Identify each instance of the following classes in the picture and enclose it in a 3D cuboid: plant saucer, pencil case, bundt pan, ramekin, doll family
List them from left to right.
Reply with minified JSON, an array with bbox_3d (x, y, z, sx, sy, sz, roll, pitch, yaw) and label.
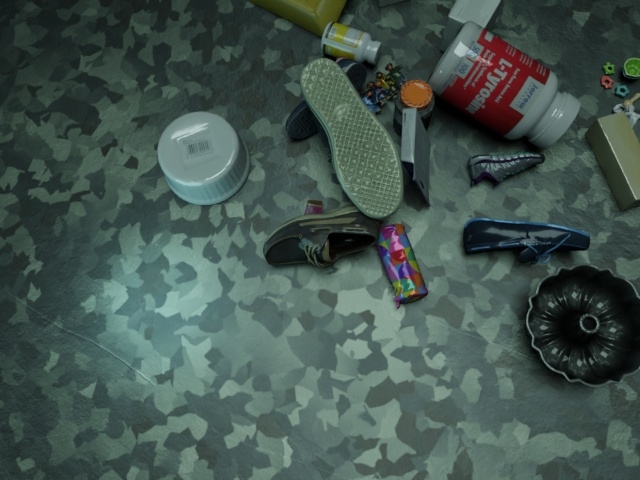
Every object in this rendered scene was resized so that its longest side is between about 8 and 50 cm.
[{"bbox_3d":[-0.363,-0.260,1.790,0.277,0.135,0.277,-1,74,3],"label":"ramekin"},{"bbox_3d":[-0.052,-0.889,1.906,0.333,0.081,0.332,30,106,11],"label":"plant saucer"},{"bbox_3d":[0.187,-0.483,1.854,0.193,0.076,0.111,-40,80,-5],"label":"doll family"},{"bbox_3d":[0.230,0.070,1.678,0.105,0.104,0.236,-15,72,-1],"label":"pencil case"},{"bbox_3d":[0.710,0.234,1.585,0.331,0.124,0.330,-1,74,3],"label":"bundt pan"}]

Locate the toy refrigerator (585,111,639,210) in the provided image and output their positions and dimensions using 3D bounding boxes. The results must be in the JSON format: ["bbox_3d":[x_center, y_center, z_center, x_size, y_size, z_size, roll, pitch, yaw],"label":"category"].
[{"bbox_3d":[0.897,-0.235,1.722,0.094,0.102,0.269,-16,73,-1],"label":"toy refrigerator"}]

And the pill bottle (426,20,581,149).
[{"bbox_3d":[0.540,-0.446,1.722,0.408,0.229,0.229,31,78,-1],"label":"pill bottle"}]

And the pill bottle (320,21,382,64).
[{"bbox_3d":[0.101,-0.633,1.886,0.184,0.103,0.103,22,76,9],"label":"pill bottle"}]

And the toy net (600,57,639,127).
[{"bbox_3d":[0.943,-0.460,1.813,0.122,0.045,0.232,7,75,5],"label":"toy net"}]

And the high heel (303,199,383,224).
[{"bbox_3d":[0.063,-0.046,1.750,0.244,0.082,0.117,7,117,-12],"label":"high heel"}]

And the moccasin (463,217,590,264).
[{"bbox_3d":[0.584,0.013,1.670,0.342,0.138,0.116,5,78,20],"label":"moccasin"}]

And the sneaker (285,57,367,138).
[{"bbox_3d":[-0.001,-0.456,1.858,0.319,0.112,0.131,-42,47,-3],"label":"sneaker"}]

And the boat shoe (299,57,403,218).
[{"bbox_3d":[0.095,-0.288,1.669,0.187,0.156,0.500,-28,77,5],"label":"boat shoe"}]

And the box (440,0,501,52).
[{"bbox_3d":[0.480,-0.696,1.840,0.119,0.181,0.181,29,78,11],"label":"box"}]

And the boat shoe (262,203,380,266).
[{"bbox_3d":[0.000,0.000,1.657,0.356,0.132,0.130,-20,37,10],"label":"boat shoe"}]

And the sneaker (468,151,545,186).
[{"bbox_3d":[0.562,-0.214,1.762,0.224,0.083,0.098,-2,94,7],"label":"sneaker"}]

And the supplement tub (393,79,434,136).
[{"bbox_3d":[0.282,-0.396,1.760,0.117,0.190,0.116,-1,74,3],"label":"supplement tub"}]

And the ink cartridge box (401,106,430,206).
[{"bbox_3d":[0.279,-0.236,1.699,0.045,0.223,0.223,-3,71,21],"label":"ink cartridge box"}]

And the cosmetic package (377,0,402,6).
[{"bbox_3d":[0.263,-0.901,1.928,0.184,0.151,0.151,-14,74,0],"label":"cosmetic package"}]
